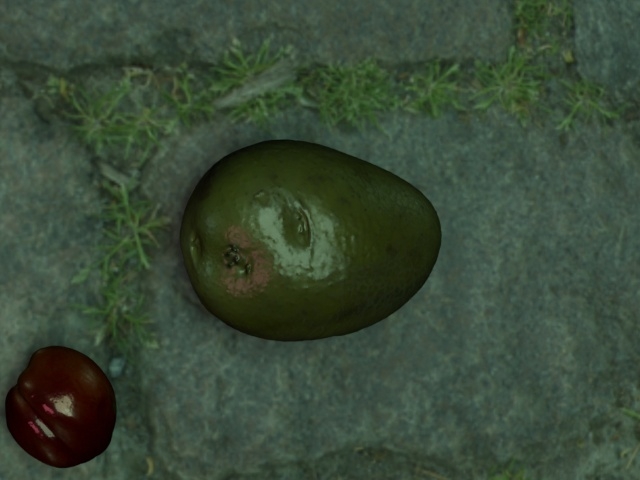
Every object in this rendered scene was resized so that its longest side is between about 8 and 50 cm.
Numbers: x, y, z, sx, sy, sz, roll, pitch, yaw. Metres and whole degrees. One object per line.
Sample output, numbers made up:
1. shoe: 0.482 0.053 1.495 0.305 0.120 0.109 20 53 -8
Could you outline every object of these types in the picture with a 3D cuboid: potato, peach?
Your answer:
1. potato: 0.000 0.000 1.551 0.251 0.159 0.174 -1 113 -30
2. peach: -0.221 0.145 1.492 0.101 0.101 0.100 0 89 -22
